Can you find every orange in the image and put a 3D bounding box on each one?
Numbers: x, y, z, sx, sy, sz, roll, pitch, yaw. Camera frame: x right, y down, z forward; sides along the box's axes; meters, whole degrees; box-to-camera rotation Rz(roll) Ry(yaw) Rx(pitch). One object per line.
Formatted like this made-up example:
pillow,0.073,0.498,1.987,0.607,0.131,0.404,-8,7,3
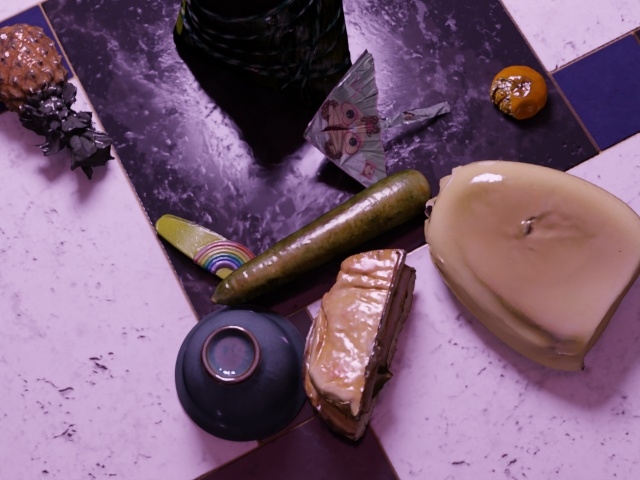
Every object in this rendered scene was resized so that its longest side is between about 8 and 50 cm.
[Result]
orange,0.301,-0.227,1.635,0.086,0.062,0.086,0,72,0

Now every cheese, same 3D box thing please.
cheese,0.293,0.010,1.532,0.316,0.128,0.259,34,80,13

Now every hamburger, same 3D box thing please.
hamburger,0.048,0.141,1.515,0.131,0.124,0.262,10,69,21

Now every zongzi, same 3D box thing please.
zongzi,-0.097,-0.337,1.506,0.319,0.383,0.362,18,39,10

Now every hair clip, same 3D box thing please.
hair clip,-0.163,0.014,1.600,0.188,0.033,0.060,30,77,10

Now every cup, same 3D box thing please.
cup,-0.115,0.170,1.491,0.199,0.150,0.199,-1,74,3

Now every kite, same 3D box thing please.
kite,0.087,-0.172,1.615,0.250,0.012,0.229,-12,99,-21

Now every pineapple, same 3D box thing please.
pineapple,-0.411,-0.206,1.636,0.128,0.128,0.248,-35,79,-8

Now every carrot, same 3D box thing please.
carrot,0.000,0.000,1.566,0.359,0.074,0.074,-28,74,-9
